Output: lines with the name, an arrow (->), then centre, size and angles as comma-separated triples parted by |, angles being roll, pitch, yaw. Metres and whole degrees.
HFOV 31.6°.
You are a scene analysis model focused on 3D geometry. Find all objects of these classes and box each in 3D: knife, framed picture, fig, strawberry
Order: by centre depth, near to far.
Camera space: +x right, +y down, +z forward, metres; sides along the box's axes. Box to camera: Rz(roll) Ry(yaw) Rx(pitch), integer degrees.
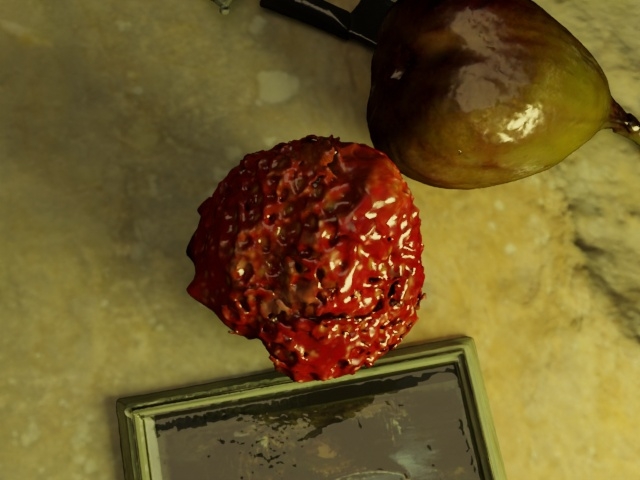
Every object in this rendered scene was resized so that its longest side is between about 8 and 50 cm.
strawberry -> 0.000, 0.000, 0.850 | 0.184, 0.201, 0.187 | 9, 51, -22
framed picture -> 0.000, 0.204, 0.864 | 0.296, 0.019, 0.232 | -11, 70, -3
fig -> 0.175, -0.111, 0.929 | 0.274, 0.145, 0.170 | 14, 79, -12
knife -> 0.056, -0.192, 1.011 | 0.230, 0.028, 0.060 | 25, 69, 6

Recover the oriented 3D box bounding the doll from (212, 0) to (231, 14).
doll -> -0.093, -0.244, 1.023 | 0.057, 0.039, 0.114 | 10, 55, -27
